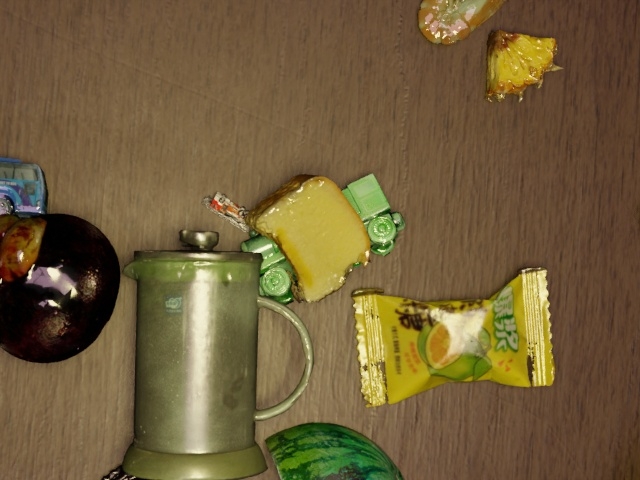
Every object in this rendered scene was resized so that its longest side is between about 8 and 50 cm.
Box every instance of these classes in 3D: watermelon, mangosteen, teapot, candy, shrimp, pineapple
[{"bbox_3d":[0.035,0.338,1.618,0.231,0.146,0.128,5,87,-5],"label":"watermelon"},{"bbox_3d":[-0.398,0.050,1.527,0.250,0.211,0.211,32,84,-27],"label":"mangosteen"},{"bbox_3d":[-0.145,0.154,1.560,0.270,0.200,0.337,1,90,6],"label":"teapot"},{"bbox_3d":[0.202,0.145,1.685,0.297,0.081,0.187,-6,89,3],"label":"candy"},{"bbox_3d":[0.232,-0.369,1.722,0.184,0.043,0.091,-30,89,-7],"label":"shrimp"},{"bbox_3d":[0.301,-0.279,1.724,0.137,0.069,0.116,-37,88,-16],"label":"pineapple"}]

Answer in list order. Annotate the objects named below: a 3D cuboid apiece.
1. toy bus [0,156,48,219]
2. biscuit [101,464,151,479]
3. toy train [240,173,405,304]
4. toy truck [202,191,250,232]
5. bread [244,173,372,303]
[{"bbox_3d":[-0.506,-0.075,1.591,0.236,0.079,0.094,4,86,-8],"label":"toy bus"},{"bbox_3d":[-0.255,0.417,1.622,0.194,0.053,0.194,0,88,-7],"label":"biscuit"},{"bbox_3d":[0.000,0.000,1.661,0.251,0.085,0.119,-25,75,-4],"label":"toy train"},{"bbox_3d":[-0.136,-0.045,1.669,0.083,0.024,0.032,34,113,-8],"label":"toy truck"},{"bbox_3d":[-0.017,-0.005,1.598,0.140,0.169,0.160,-37,101,-7],"label":"bread"}]
